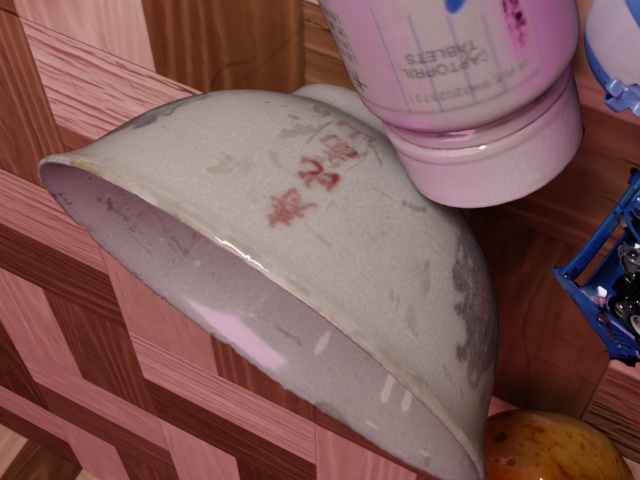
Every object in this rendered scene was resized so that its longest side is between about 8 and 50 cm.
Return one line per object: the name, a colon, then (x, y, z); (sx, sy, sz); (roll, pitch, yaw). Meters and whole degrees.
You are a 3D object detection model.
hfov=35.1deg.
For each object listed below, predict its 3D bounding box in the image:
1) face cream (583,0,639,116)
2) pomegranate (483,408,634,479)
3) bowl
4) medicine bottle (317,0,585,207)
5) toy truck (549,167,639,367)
face cream: (0.245, -0.140, 0.539); (0.149, 0.083, 0.264); (41, 150, -8)
pomegranate: (0.237, 0.289, 1.070); (0.215, 0.215, 0.215); (24, 150, 15)
bowl: (0.000, 0.000, 0.840); (0.435, 0.196, 0.435); (33, 164, 10)
medicine bottle: (0.077, -0.150, 0.620); (0.152, 0.152, 0.254); (11, 143, 34)
toy truck: (0.250, 0.013, 0.706); (0.126, 0.113, 0.208); (41, 164, 1)
